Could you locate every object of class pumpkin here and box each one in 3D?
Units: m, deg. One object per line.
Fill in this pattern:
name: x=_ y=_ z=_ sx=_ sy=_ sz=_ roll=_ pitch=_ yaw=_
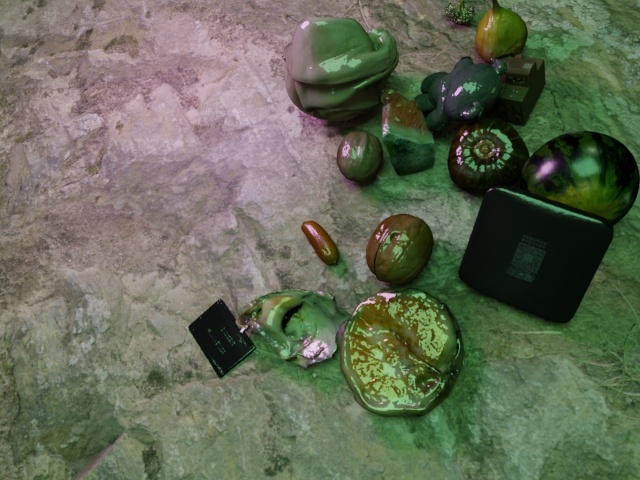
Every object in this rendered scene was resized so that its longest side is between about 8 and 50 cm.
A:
pumpkin: x=0.462 y=-0.234 z=1.389 sx=0.219 sy=0.162 sz=0.218 roll=-2 pitch=86 yaw=31

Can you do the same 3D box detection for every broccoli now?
broccoli: x=0.466 y=-0.770 z=1.657 sx=0.095 sy=0.092 sz=0.097 roll=4 pitch=37 yaw=5

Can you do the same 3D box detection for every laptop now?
laptop: x=-0.290 y=0.279 z=1.433 sx=0.135 sy=0.016 sz=0.197 roll=-41 pitch=63 yaw=-3

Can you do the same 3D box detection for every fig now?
fig: x=0.533 y=-0.659 z=1.502 sx=0.159 sy=0.257 sz=0.159 roll=-16 pitch=54 yaw=23

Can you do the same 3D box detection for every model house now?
model house: x=0.514 y=-0.477 z=1.481 sx=0.248 sy=0.176 sz=0.180 roll=20 pitch=73 yaw=33

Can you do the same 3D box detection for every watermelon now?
watermelon: x=0.638 y=-0.145 z=1.231 sx=0.269 sy=0.269 sz=0.268 roll=-6 pitch=65 yaw=13
watermelon: x=0.246 y=-0.350 z=1.472 sx=0.140 sy=0.193 sz=0.256 roll=-13 pitch=63 yaw=10

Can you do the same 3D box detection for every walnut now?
walnut: x=0.212 y=0.023 z=1.333 sx=0.167 sy=0.167 sz=0.207 roll=29 pitch=75 yaw=24
walnut: x=0.118 y=-0.252 z=1.495 sx=0.140 sy=0.140 sz=0.162 roll=9 pitch=80 yaw=19

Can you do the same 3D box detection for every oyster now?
oyster: x=-0.069 y=0.225 z=1.349 sx=0.275 sy=0.100 sz=0.271 roll=-39 pitch=64 yaw=3

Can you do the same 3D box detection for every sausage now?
sausage: x=0.000 y=0.000 z=1.459 sx=0.062 sy=0.054 sz=0.183 roll=-17 pitch=57 yaw=-24

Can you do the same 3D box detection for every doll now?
doll: x=0.401 y=-0.421 z=1.454 sx=0.158 sy=0.340 sz=0.245 roll=32 pitch=86 yaw=-19

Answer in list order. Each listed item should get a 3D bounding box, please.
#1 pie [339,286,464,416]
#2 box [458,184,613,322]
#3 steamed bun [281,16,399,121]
pie: x=0.203 y=0.281 z=1.268 sx=0.339 sy=0.077 sz=0.339 roll=-6 pitch=69 yaw=14
box: x=0.508 y=0.031 z=1.203 sx=0.290 sy=0.288 sz=0.073 roll=23 pitch=31 yaw=22
steamed bun: x=0.052 y=-0.498 z=1.529 sx=0.343 sy=0.368 sz=0.255 roll=0 pitch=90 yaw=-19
